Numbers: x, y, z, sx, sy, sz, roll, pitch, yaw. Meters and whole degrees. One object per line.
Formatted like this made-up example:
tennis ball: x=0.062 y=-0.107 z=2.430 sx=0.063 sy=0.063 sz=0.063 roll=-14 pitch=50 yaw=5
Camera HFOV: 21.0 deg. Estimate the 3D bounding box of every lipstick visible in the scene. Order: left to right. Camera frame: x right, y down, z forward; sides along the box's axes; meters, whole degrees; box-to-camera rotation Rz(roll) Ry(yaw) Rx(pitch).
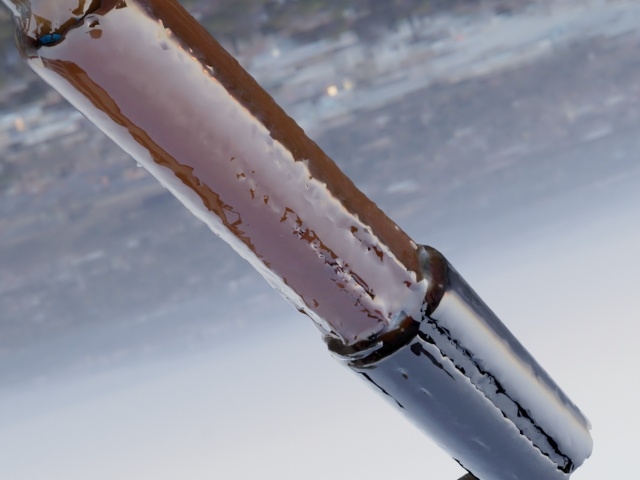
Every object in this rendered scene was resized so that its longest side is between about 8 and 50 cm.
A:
lipstick: x=0.000 y=0.000 z=0.843 sx=0.077 sy=0.418 sz=0.077 roll=-30 pitch=-145 yaw=24

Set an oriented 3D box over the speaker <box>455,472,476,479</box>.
speaker: x=0.167 y=0.280 z=1.283 sx=0.180 sy=0.184 sz=0.388 roll=13 pitch=144 yaw=16
